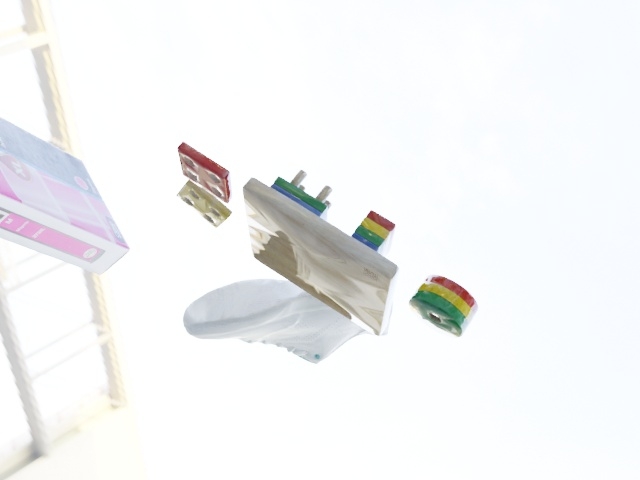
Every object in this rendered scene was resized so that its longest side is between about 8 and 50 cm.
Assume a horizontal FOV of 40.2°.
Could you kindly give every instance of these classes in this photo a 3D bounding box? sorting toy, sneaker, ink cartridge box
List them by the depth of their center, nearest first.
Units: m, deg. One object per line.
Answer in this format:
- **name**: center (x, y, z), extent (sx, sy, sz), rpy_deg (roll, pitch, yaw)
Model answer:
- **sorting toy**: center (0.000, 0.000, 0.703), extent (0.274, 0.046, 0.132), rpy_deg (31, -22, 14)
- **sneaker**: center (-0.029, 0.087, 0.883), extent (0.080, 0.212, 0.094), rpy_deg (-104, -175, -62)
- **ink cartridge box**: center (-0.386, -0.080, 1.034), extent (0.069, 0.371, 0.176), rpy_deg (-40, -117, 11)
